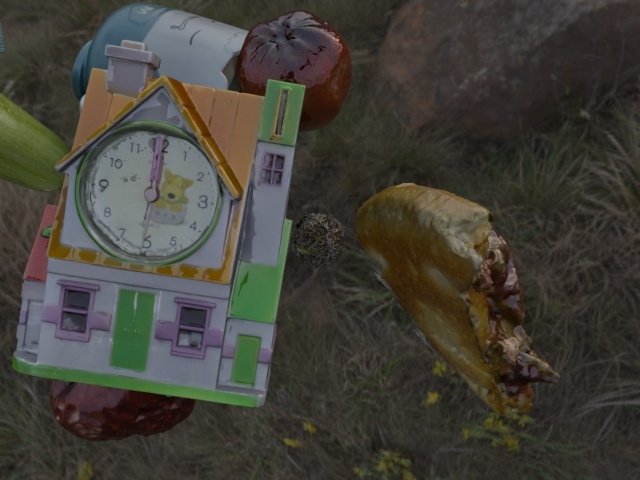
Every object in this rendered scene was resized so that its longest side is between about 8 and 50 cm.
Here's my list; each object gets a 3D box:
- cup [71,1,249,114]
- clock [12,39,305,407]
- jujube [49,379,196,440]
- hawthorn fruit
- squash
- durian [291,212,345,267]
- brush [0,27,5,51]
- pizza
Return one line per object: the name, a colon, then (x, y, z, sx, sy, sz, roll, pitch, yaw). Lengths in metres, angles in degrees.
cup: (-0.236, -0.230, 1.107, 0.258, 0.219, 0.289, 21, 46, 13)
clock: (-0.143, -0.023, 0.673, 0.235, 0.166, 0.309, 9, 96, -3)
jujube: (-0.282, 0.217, 1.060, 0.155, 0.230, 0.155, -10, 74, 37)
hawthorn fruit: (-0.027, -0.212, 0.966, 0.157, 0.194, 0.157, -6, 67, 13)
squash: (-0.451, -0.133, 1.042, 0.137, 0.287, 0.137, -15, 59, 27)
durian: (0.000, 0.000, 1.033, 0.091, 0.080, 0.080, 1, 46, -43)
brush: (-0.397, -0.267, 0.858, 0.021, 0.083, 0.019, -18, 37, -20)
pizza: (0.110, 0.042, 0.504, 0.069, 0.194, 0.154, -38, 18, -17)
